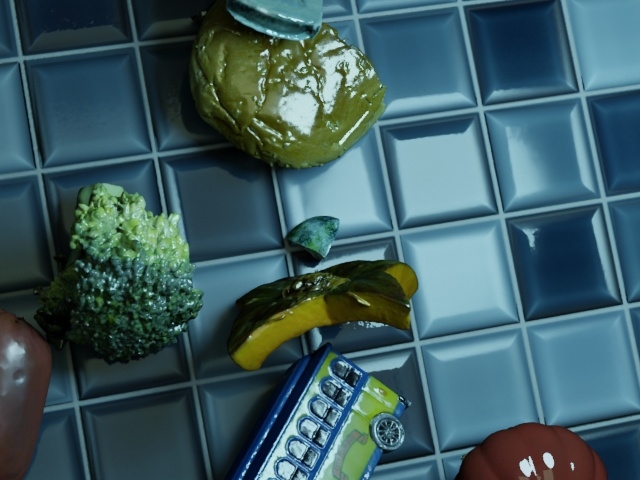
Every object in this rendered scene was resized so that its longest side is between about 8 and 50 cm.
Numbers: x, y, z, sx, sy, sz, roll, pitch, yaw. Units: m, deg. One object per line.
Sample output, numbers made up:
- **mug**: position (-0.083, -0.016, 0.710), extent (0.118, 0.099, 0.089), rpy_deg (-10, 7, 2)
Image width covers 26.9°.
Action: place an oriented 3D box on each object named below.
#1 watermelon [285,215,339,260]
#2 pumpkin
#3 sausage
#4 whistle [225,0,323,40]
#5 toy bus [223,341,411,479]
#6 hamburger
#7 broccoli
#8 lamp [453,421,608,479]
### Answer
- **watermelon**: position (0.000, 0.000, 1.949), extent (0.085, 0.085, 0.061), rpy_deg (-14, 125, -12)
- **pumpkin**: position (0.008, 0.087, 1.844), extent (0.258, 0.290, 0.095), rpy_deg (-11, 98, 4)
- **sausage**: position (-0.446, 0.230, 1.772), extent (0.152, 0.152, 0.280), rpy_deg (15, 80, -8)
- **whistle**: position (-0.056, -0.454, 1.907), extent (0.168, 0.188, 0.405), rpy_deg (17, 73, -17)
- **toy bus**: position (-0.017, 0.302, 1.800), extent (0.175, 0.138, 0.288), rpy_deg (37, 55, -8)
- **hamburger**: position (-0.071, -0.219, 1.919), extent (0.309, 0.132, 0.211), rpy_deg (36, 75, -5)
- **broccoli**: position (-0.293, 0.029, 1.820), extent (0.247, 0.263, 0.243), rpy_deg (-25, 55, 16)
- **lamp**: position (0.294, 0.363, 1.860), extent (0.227, 0.227, 0.227), rpy_deg (1, 82, -10)
